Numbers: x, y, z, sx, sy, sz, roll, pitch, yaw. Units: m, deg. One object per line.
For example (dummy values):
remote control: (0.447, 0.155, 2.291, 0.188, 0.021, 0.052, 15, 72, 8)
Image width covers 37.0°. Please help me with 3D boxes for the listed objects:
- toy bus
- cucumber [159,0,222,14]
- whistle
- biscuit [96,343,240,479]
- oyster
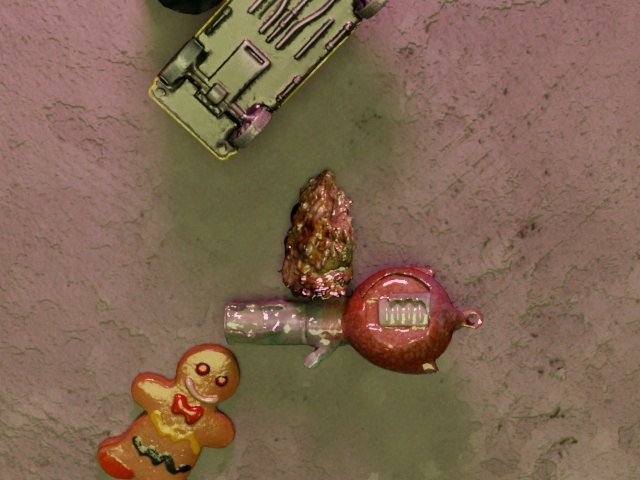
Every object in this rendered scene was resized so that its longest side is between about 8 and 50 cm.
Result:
toy bus: (-0.054, -0.265, 1.183, 0.144, 0.152, 0.330, 43, 99, -16)
cucumber: (-0.164, -0.303, 1.127, 0.115, 0.244, 0.063, 11, 105, -13)
whistle: (0.044, 0.107, 1.286, 0.345, 0.134, 0.142, -1, 88, 6)
biscuit: (-0.202, 0.255, 1.347, 0.165, 0.036, 0.250, 35, 98, -11)
oyster: (-0.001, -0.008, 1.267, 0.105, 0.056, 0.177, 10, 78, 28)
